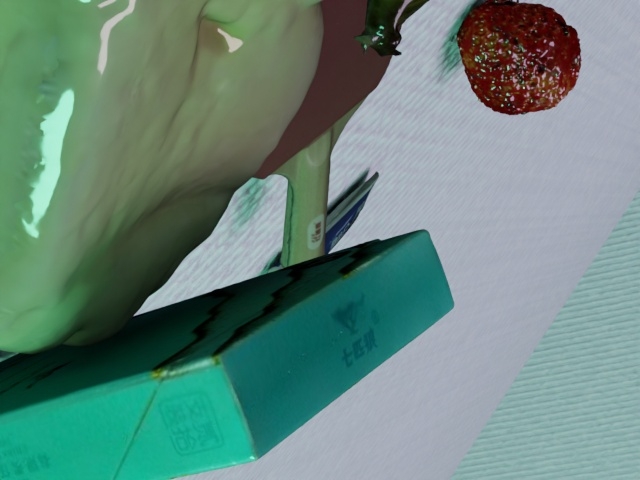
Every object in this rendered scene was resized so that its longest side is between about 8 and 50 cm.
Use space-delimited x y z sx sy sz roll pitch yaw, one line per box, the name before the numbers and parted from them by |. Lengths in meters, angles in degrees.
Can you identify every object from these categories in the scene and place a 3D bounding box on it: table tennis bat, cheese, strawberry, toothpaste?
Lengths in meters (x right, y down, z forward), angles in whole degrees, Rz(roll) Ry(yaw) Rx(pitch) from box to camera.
table tennis bat | -0.005 -0.073 0.746 0.138 0.022 0.246 -38 149 -34
cheese | -0.065 -0.074 0.480 0.159 0.093 0.263 -28 150 -54
strawberry | 0.133 -0.130 0.996 0.096 0.083 0.083 6 122 -40
toothpaste | 0.000 0.000 0.961 0.140 0.021 0.037 -45 167 -42

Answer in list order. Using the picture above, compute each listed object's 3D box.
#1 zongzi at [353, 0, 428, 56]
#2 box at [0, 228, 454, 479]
zongzi | 0.131 -0.175 0.502 0.112 0.221 0.242 37 62 -67
box | -0.080 0.059 0.555 0.226 0.042 0.161 -18 -173 30
